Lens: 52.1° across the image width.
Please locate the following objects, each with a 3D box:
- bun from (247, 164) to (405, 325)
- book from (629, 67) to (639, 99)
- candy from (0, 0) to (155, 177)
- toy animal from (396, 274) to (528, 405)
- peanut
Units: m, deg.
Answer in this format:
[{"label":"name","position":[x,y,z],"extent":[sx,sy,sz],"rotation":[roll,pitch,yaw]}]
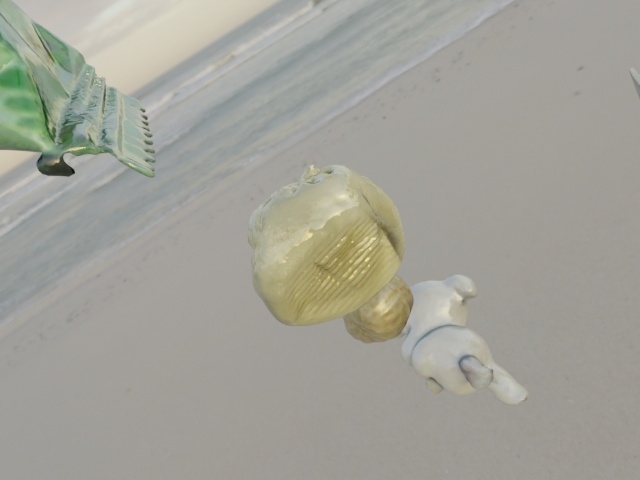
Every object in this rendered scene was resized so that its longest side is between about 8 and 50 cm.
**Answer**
[{"label":"bun","position":[0.000,0.000,0.864],"extent":[0.229,0.229,0.145],"rotation":[-35,54,-8]},{"label":"book","position":[0.773,-0.219,1.476],"extent":[0.018,0.323,0.228],"rotation":[-23,19,23]},{"label":"candy","position":[-0.308,-0.168,0.499],"extent":[0.172,0.397,0.263],"rotation":[-55,29,24]},{"label":"toy animal","position":[0.323,0.243,1.538],"extent":[0.241,0.196,0.368],"rotation":[-52,34,17]},{"label":"peanut","position":[0.106,0.122,1.174],"extent":[0.125,0.111,0.274],"rotation":[-46,-9,9]}]
